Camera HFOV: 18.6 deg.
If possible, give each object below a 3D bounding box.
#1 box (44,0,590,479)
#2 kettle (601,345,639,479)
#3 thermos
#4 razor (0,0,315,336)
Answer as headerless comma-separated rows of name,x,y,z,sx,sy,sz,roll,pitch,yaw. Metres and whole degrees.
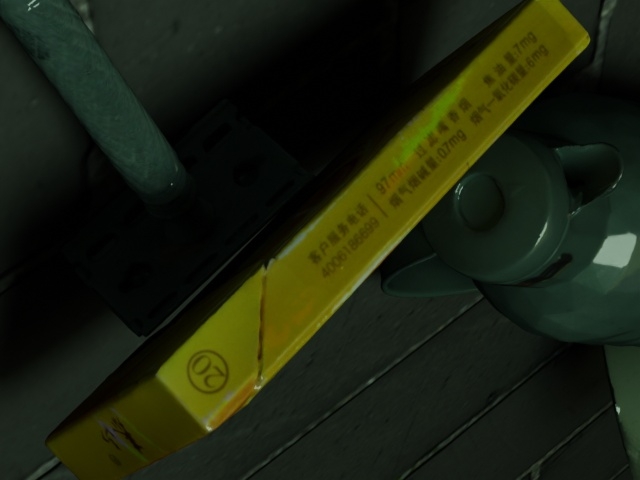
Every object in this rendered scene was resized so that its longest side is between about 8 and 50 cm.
box,0.000,0.000,0.874,0.269,0.043,0.152,-46,-175,-28
kettle,0.321,0.063,1.321,0.255,0.165,0.240,-12,128,16
thermos,0.142,-0.008,1.109,0.182,0.145,0.286,-21,165,31
razor,-0.087,-0.059,0.783,0.106,0.068,0.232,-43,147,-9
